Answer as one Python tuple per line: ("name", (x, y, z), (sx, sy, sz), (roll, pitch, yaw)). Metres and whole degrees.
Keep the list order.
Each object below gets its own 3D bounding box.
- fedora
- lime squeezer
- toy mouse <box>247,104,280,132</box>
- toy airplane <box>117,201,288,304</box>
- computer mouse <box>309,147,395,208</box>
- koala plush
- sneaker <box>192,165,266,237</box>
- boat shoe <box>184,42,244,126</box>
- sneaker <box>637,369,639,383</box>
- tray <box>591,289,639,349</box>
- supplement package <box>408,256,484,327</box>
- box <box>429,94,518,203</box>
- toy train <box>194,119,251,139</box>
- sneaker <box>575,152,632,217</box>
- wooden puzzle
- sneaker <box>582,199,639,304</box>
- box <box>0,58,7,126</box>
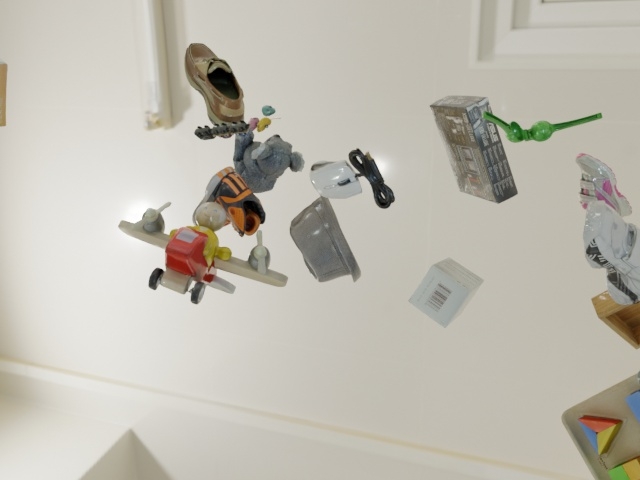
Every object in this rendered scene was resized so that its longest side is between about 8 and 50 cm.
("fedora", (0.000, 0.000, 1.599), (0.243, 0.124, 0.275), (63, -177, -56))
("lime squeezer", (0.533, -0.290, 1.592), (0.110, 0.311, 0.058), (101, 165, -51))
("toy mouse", (-0.210, -0.430, 2.229), (0.031, 0.161, 0.143), (42, -153, -35))
("toy airplane", (-0.327, 0.027, 1.793), (0.386, 0.384, 0.272), (21, -94, -40))
("computer mouse", (0.036, -0.098, 1.070), (0.042, 0.193, 0.106), (-43, -67, -25))
("koala plush", (-0.158, -0.252, 1.996), (0.196, 0.221, 0.203), (16, -100, -30))
("sneaker", (-0.272, -0.065, 1.895), (0.125, 0.180, 0.321), (-38, -9, -31))
("boat shoe", (-0.289, -0.458, 1.804), (0.123, 0.324, 0.120), (-14, -31, -29))
("sneaker", (0.680, 0.294, 1.217), (0.053, 0.152, 0.061), (-55, -24, 21))
("tray", (0.920, 0.116, 1.592), (0.203, 0.411, 0.076), (34, -143, -29))
("supplement package", (0.294, 0.116, 1.478), (0.105, 0.105, 0.179), (-60, -18, 16))
("box", (0.454, -0.277, 1.907), (0.307, 0.077, 0.242), (66, 171, -18))
("toy train", (-0.209, -0.234, 1.375), (0.036, 0.158, 0.027), (45, -124, -44))
("sneaker", (0.839, -0.150, 1.943), (0.252, 0.111, 0.103), (54, -177, -11))
("wooden puzzle", (0.856, 0.540, 1.700), (0.081, 0.348, 0.322), (6, -129, -46))
("sneaker", (0.718, 0.025, 1.397), (0.366, 0.210, 0.137), (44, -125, -39))
("box", (-0.668, -0.272, 1.147), (0.171, 0.091, 0.130), (-21, -41, -45))
